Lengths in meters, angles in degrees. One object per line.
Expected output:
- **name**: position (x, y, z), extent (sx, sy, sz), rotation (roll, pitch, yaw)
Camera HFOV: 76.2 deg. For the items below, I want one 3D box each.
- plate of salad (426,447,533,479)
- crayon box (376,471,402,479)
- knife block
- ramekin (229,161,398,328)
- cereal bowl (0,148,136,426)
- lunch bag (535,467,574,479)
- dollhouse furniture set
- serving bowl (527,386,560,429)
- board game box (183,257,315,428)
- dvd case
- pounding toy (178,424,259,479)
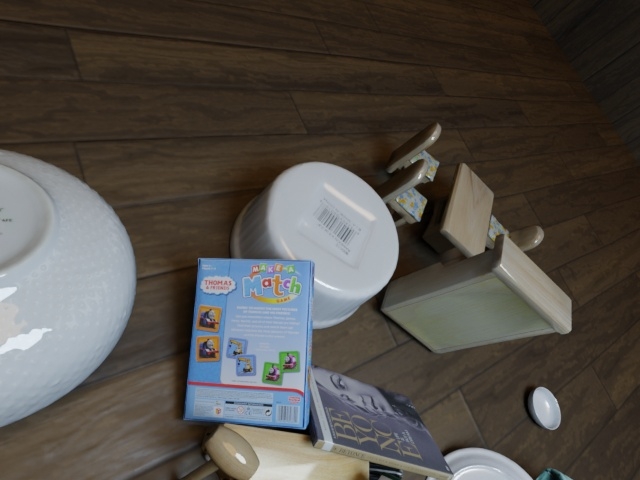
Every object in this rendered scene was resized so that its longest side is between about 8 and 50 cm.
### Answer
- **plate of salad**: position (0.261, 0.438, 0.645), extent (0.200, 0.048, 0.199), rotation (-2, 49, 3)
- **crayon box**: position (0.050, 0.504, 0.409), extent (0.363, 0.106, 0.312), rotation (-34, 107, -36)
- **knife block**: position (0.009, 0.312, 0.568), extent (0.242, 0.088, 0.275), rotation (-29, 82, -39)
- **ramekin**: position (0.000, 0.000, 0.700), extent (0.278, 0.135, 0.276), rotation (15, 58, -25)
- **cereal bowl**: position (-0.368, 0.017, 0.422), extent (0.339, 0.141, 0.338), rotation (19, 44, -19)
- **lunch bag**: position (0.420, 0.539, 0.655), extent (0.224, 0.160, 0.262), rotation (35, 58, -10)
- **dollhouse furniture set**: position (0.306, -0.010, 0.792), extent (0.362, 0.257, 0.394), rotation (40, 51, -16)
- **serving bowl**: position (0.468, 0.355, 0.864), extent (0.084, 0.027, 0.083), rotation (14, 59, -25)
- **board game box**: position (-0.091, 0.130, 0.546), extent (0.160, 0.039, 0.211), rotation (1, 80, 8)
- **dvd case**: position (0.073, 0.264, 0.611), extent (0.222, 0.018, 0.164), rotation (23, 13, -19)
- **pounding toy**: position (-0.123, 0.347, 0.428), extent (0.154, 0.155, 0.269), rotation (35, 85, 3)
